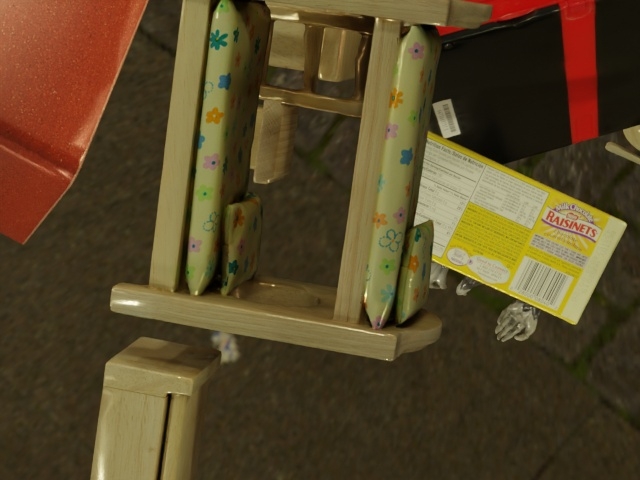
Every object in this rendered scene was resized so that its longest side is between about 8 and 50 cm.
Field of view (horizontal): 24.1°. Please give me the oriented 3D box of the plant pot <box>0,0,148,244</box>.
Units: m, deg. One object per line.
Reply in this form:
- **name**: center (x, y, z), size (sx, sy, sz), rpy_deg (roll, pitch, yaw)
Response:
- **plant pot**: center (-0.270, -0.183, 1.150), size (0.236, 0.267, 0.267), rpy_deg (24, 73, -14)

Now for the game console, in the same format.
- **game console**: center (0.245, -0.174, 1.389), size (0.342, 0.386, 0.060), rpy_deg (-15, 73, 7)

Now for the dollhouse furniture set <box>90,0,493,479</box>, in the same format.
- **dollhouse furniture set**: center (0.000, 0.000, 0.531), size (0.101, 0.161, 0.181), rpy_deg (10, 100, 9)

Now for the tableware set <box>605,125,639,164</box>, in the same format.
- **tableware set**: center (0.424, -0.107, 1.639), size (0.194, 0.039, 0.128), rpy_deg (26, 145, -2)

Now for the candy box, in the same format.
- **candy box**: center (0.161, -0.012, 1.350), size (0.206, 0.027, 0.105), rpy_deg (25, 96, -8)

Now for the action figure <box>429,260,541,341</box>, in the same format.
- **action figure**: center (0.217, 0.040, 1.812), size (0.164, 0.276, 0.141), rpy_deg (45, 108, 16)
